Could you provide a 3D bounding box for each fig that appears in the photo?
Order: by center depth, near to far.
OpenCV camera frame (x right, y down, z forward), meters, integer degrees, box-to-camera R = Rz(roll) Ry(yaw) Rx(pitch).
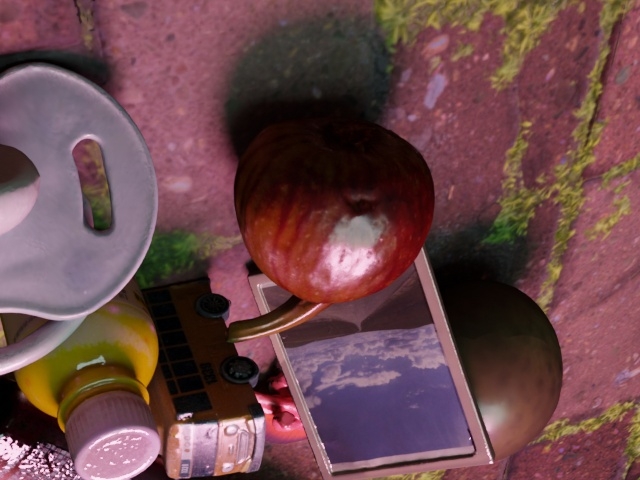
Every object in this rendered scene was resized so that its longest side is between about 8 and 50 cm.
[{"bbox_3d":[0.007,-0.003,0.878,0.175,0.175,0.207,-7,121,-24],"label":"fig"}]

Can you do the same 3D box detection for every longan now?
[{"bbox_3d":[0.159,0.147,1.092,0.220,0.196,0.196,-16,135,-10],"label":"longan"}]

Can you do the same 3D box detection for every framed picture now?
[{"bbox_3d":[0.051,0.125,0.995,0.189,0.023,0.260,-12,110,21],"label":"framed picture"}]

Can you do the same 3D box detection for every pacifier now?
[{"bbox_3d":[-0.238,-0.017,0.689,0.279,0.227,0.207,-10,178,-23],"label":"pacifier"}]

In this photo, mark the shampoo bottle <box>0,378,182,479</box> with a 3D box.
[{"bbox_3d":[-0.280,0.216,0.984,0.129,0.084,0.323,-42,136,8],"label":"shampoo bottle"}]

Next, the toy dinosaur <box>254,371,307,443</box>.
[{"bbox_3d":[-0.055,0.200,1.130,0.286,0.070,0.139,5,151,-25],"label":"toy dinosaur"}]

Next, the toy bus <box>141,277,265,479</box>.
[{"bbox_3d":[-0.120,0.128,0.920,0.103,0.182,0.091,-8,133,-21],"label":"toy bus"}]

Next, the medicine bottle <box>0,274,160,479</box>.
[{"bbox_3d":[-0.192,0.097,0.825,0.122,0.212,0.122,-16,135,-16],"label":"medicine bottle"}]
